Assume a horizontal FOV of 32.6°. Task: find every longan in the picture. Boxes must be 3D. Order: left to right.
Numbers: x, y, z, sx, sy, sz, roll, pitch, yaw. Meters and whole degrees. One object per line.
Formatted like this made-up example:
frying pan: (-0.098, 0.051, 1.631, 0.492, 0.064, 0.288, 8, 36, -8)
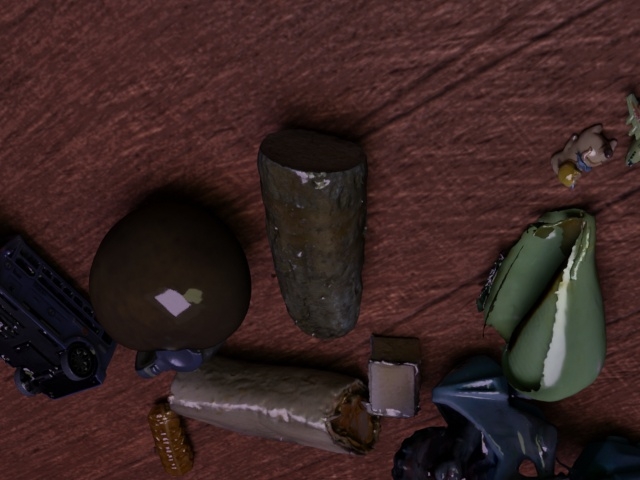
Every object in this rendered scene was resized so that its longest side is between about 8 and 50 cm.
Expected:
longan: (-0.189, 0.047, 1.395, 0.220, 0.196, 0.196, -2, 130, 34)

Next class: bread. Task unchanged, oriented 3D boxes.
bread: (-0.235, 0.315, 1.730, 0.052, 0.044, 0.157, -2, 130, 8)

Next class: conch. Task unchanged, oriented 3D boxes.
conch: (0.274, 0.080, 1.360, 0.137, 0.143, 0.250, -25, 114, -18)

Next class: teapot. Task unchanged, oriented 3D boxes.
teapot: (-0.201, 0.129, 1.522, 0.149, 0.108, 0.111, -4, 127, 16)

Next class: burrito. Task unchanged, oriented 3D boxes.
burrito: (-0.059, 0.235, 1.577, 0.299, 0.105, 0.143, 10, 155, 6)

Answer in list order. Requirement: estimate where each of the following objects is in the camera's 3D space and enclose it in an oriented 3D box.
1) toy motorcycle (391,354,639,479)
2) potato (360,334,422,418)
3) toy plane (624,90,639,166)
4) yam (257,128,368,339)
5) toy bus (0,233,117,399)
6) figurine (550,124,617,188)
toy motorcycle: (0.299, 0.292, 1.490, 0.416, 0.232, 0.172, 14, 163, -13)
potato: (0.102, 0.192, 1.533, 0.086, 0.061, 0.122, 6, 132, 9)
toy plane: (0.372, -0.126, 1.210, 0.102, 0.040, 0.111, 28, 131, -7)
yam: (0.000, 0.000, 1.355, 0.133, 0.133, 0.330, 4, 134, 11)
toy bus: (-0.422, 0.092, 1.532, 0.125, 0.133, 0.292, -20, 124, 34)
figurine: (0.298, -0.092, 1.252, 0.047, 0.050, 0.083, 40, 127, -13)
